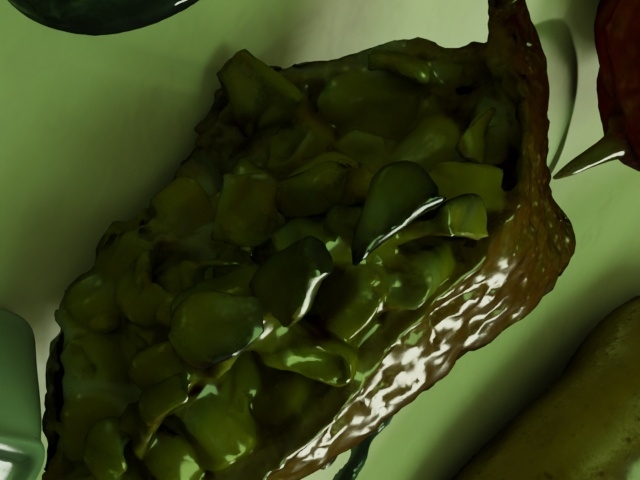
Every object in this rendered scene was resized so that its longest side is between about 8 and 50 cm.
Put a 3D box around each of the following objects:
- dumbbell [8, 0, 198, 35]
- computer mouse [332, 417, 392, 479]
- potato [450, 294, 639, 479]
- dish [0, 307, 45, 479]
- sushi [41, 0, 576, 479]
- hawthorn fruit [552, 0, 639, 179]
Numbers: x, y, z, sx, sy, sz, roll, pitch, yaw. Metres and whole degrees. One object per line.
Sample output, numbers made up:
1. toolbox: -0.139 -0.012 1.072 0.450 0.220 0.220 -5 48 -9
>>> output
1. dumbbell: -0.094 -0.161 0.603 0.110 0.110 0.254 -50 144 -12
2. computer mouse: -0.082 0.226 0.990 0.379 0.090 0.167 -56 158 -10
3. potato: 0.181 0.164 1.252 0.369 0.176 0.195 -37 172 -24
4. dish: -0.190 0.089 0.726 0.154 0.064 0.234 -59 148 5
5. sushi: -0.002 0.003 0.823 0.296 0.167 0.179 -32 140 -5
6. hawthorn fruit: 0.229 -0.106 1.051 0.251 0.189 0.189 -40 147 -6
